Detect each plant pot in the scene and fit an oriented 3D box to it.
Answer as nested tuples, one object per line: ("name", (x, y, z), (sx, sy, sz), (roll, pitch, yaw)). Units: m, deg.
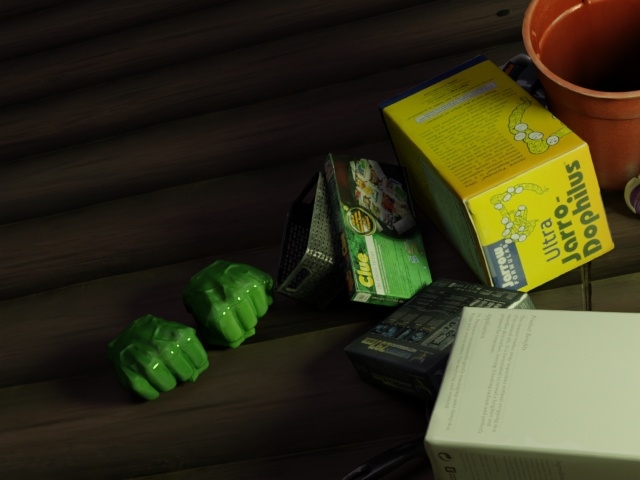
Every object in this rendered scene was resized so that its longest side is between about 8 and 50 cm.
("plant pot", (0.442, -0.229, 2.017), (0.272, 0.265, 0.272), (-6, 55, 9))

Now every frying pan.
("frying pan", (0.192, 0.245, 1.733), (0.197, 0.053, 0.326), (15, 50, 44))

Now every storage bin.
("storage bin", (0.000, 0.000, 2.089), (0.122, 0.084, 0.180), (-50, 24, 46))

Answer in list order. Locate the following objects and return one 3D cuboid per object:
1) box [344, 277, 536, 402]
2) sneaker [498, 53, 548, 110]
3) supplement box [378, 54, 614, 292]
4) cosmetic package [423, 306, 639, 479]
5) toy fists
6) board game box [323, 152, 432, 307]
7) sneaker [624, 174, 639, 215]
("box", (0.162, 0.131, 1.852), (0.183, 0.059, 0.233), (-35, 17, -21))
("sneaker", (0.356, -0.226, 2.245), (0.321, 0.127, 0.126), (7, 41, 35))
("supplement box", (0.257, -0.101, 2.059), (0.195, 0.194, 0.356), (-26, 33, -5))
("cosmetic package", (0.335, 0.204, 1.567), (0.385, 0.156, 0.217), (3, 47, 23))
("toy fists", (-0.189, 0.136, 2.077), (0.279, 0.096, 0.142), (-37, 23, -19))
("board game box", (0.087, -0.014, 2.039), (0.136, 0.030, 0.259), (11, 49, -26))
("sneaker", (0.532, -0.080, 2.006), (0.170, 0.068, 0.071), (-29, 48, 5))
